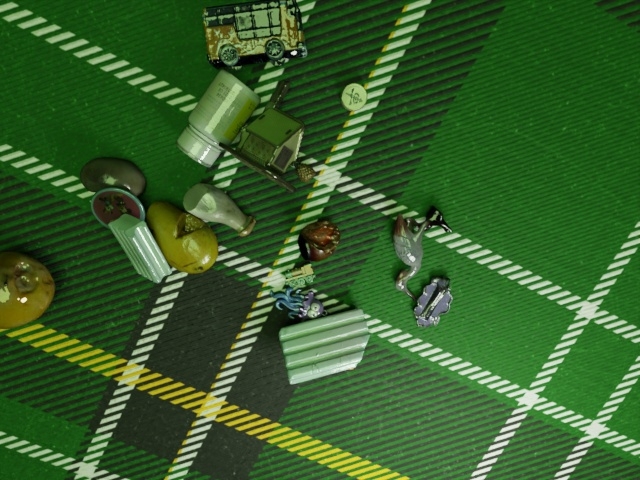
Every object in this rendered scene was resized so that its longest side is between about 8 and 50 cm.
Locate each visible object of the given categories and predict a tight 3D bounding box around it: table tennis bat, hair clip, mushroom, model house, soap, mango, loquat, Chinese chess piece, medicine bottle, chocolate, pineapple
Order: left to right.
[{"bbox_3d":[-0.940,0.152,1.348,0.243,0.244,0.244,-1,103,-3],"label":"loquat"},{"bbox_3d":[-0.636,-0.183,1.346,0.188,0.117,0.141,7,91,0],"label":"mushroom"},{"bbox_3d":[-0.596,-0.058,1.361,0.153,0.040,0.244,-8,127,5],"label":"table tennis bat"},{"bbox_3d":[-0.535,0.025,1.333,0.066,0.119,0.198,-46,137,-34],"label":"soap"},{"bbox_3d":[-0.431,-0.011,1.379,0.262,0.130,0.167,37,107,-1],"label":"mango"},{"bbox_3d":[-0.301,-0.353,1.303,0.143,0.143,0.258,38,98,-10],"label":"medicine bottle"},{"bbox_3d":[-0.310,-0.096,1.393,0.225,0.093,0.116,28,65,-26],"label":"mushroom"},{"bbox_3d":[-0.113,-0.314,1.280,0.218,0.205,0.279,33,93,16],"label":"model house"},{"bbox_3d":[-0.072,-0.238,1.395,0.058,0.058,0.124,-43,88,7],"label":"pineapple"},{"bbox_3d":[0.000,0.000,1.410,0.133,0.127,0.124,-15,94,-16],"label":"chocolate"},{"bbox_3d":[0.018,0.342,1.453,0.289,0.095,0.173,-14,63,-6],"label":"soap"},{"bbox_3d":[0.101,-0.437,1.361,0.084,0.034,0.084,-1,104,-4],"label":"Chinese chess piece"},{"bbox_3d":[0.389,0.214,1.514,0.124,0.052,0.195,25,100,-9],"label":"hair clip"}]

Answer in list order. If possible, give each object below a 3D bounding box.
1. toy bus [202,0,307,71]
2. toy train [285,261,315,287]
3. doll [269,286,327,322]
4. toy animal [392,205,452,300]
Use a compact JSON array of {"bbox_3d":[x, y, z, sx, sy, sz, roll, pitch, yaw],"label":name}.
[{"bbox_3d":[-0.181,-0.581,1.263,0.275,0.138,0.167,-6,101,0],"label":"toy bus"},{"bbox_3d":[-0.070,0.115,1.473,0.103,0.044,0.064,-17,100,-2],"label":"toy train"},{"bbox_3d":[-0.074,0.212,1.485,0.206,0.067,0.110,17,92,4],"label":"doll"},{"bbox_3d":[0.296,0.038,1.451,0.195,0.090,0.324,18,103,-16],"label":"toy animal"}]
